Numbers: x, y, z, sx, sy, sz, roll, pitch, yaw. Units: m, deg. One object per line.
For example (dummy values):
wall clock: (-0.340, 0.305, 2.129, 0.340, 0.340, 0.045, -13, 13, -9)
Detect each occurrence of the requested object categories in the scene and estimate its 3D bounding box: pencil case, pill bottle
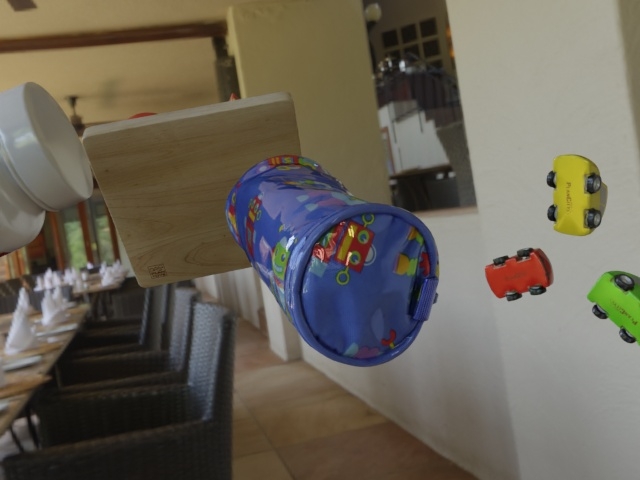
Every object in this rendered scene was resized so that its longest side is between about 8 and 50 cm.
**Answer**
pencil case: (0.000, 0.000, 0.592, 0.133, 0.119, 0.306, 9, 12, -18)
pill bottle: (-0.539, -0.058, 0.911, 0.408, 0.229, 0.229, -23, 1, 1)

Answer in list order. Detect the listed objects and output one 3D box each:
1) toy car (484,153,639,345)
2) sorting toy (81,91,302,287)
toy car: (0.331, 0.037, 0.811, 0.053, 0.225, 0.239, -18, -36, -35)
sorting toy: (-0.152, -0.078, 0.906, 0.257, 0.255, 0.089, -11, 41, -3)
